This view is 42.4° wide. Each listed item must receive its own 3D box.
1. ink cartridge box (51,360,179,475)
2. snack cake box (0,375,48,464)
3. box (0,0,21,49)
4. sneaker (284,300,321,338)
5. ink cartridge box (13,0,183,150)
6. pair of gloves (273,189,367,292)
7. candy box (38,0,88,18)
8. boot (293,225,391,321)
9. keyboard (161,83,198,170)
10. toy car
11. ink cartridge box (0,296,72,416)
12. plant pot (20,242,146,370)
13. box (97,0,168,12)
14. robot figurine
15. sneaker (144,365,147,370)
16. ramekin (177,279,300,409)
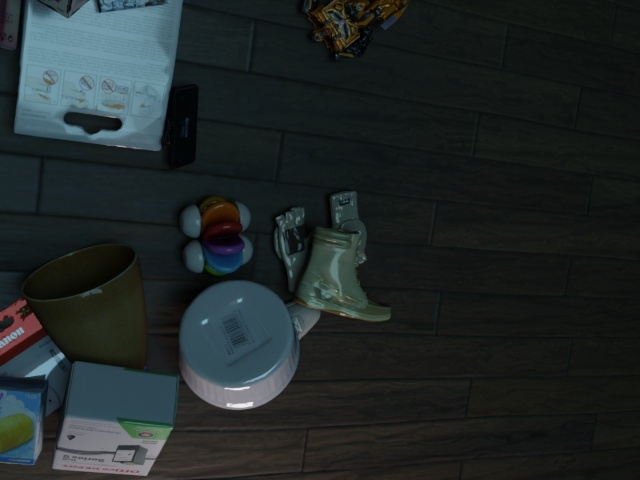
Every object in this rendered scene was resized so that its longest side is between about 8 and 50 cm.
[{"bbox_3d":[-0.425,0.374,1.690,0.211,0.289,0.121,10,53,-17],"label":"ink cartridge box"},{"bbox_3d":[-0.688,0.349,1.638,0.265,0.089,0.152,6,97,-8],"label":"snack cake box"},{"bbox_3d":[-0.643,-0.479,1.510,0.127,0.149,0.232,-4,103,-66],"label":"box"},{"bbox_3d":[-0.096,0.236,1.947,0.262,0.121,0.099,-33,112,-19],"label":"sneaker"},{"bbox_3d":[-0.456,-0.394,1.687,0.308,0.091,0.384,4,102,-28],"label":"ink cartridge box"},{"bbox_3d":[0.000,0.000,2.002,0.240,0.042,0.204,-21,106,-22],"label":"pair of gloves"},{"bbox_3d":[-0.460,-0.527,1.511,0.159,0.071,0.233,31,52,-1],"label":"candy box"},{"bbox_3d":[0.076,0.080,1.979,0.262,0.095,0.203,15,90,-24],"label":"boot"},{"bbox_3d":[-0.306,-0.242,1.774,0.108,0.023,0.180,-30,131,-54],"label":"keyboard"},{"bbox_3d":[-0.221,-0.005,1.834,0.159,0.136,0.181,-8,102,-26],"label":"toy car"},{"bbox_3d":[-0.620,0.262,1.722,0.189,0.066,0.232,-36,117,-17],"label":"ink cartridge box"},{"bbox_3d":[-0.459,0.170,1.705,0.237,0.237,0.254,-23,116,-22],"label":"plant pot"},{"bbox_3d":[-0.378,-0.506,1.630,0.137,0.027,0.093,-15,110,-23],"label":"box"},{"bbox_3d":[0.092,-0.560,1.930,0.291,0.085,0.211,-44,114,-14],"label":"robot figurine"},{"bbox_3d":[-0.406,0.306,1.845,0.071,0.068,0.169,-10,102,-52],"label":"sneaker"},{"bbox_3d":[-0.182,0.220,1.811,0.277,0.135,0.277,1,65,-3],"label":"ramekin"}]
